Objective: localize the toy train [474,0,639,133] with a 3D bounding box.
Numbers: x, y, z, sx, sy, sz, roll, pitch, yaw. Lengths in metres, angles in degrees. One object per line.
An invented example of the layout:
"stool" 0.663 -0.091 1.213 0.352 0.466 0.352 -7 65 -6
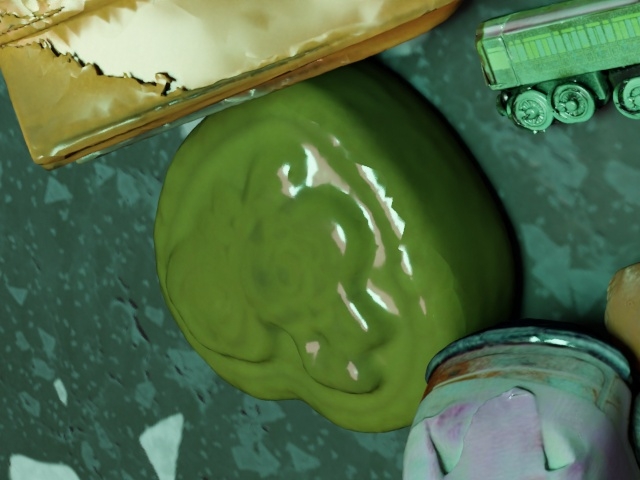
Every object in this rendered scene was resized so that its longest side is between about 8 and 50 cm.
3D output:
"toy train" 0.155 -0.100 0.838 0.148 0.038 0.071 -7 105 38

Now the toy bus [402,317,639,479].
"toy bus" 0.142 0.199 0.870 0.128 0.147 0.302 -6 122 28

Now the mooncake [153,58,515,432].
"mooncake" 0.000 0.000 0.954 0.235 0.117 0.234 19 122 34

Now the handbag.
"handbag" -0.096 -0.272 0.826 0.304 0.116 0.410 -21 96 7

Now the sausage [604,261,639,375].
"sausage" 0.240 0.049 0.815 0.194 0.077 0.077 7 113 38
